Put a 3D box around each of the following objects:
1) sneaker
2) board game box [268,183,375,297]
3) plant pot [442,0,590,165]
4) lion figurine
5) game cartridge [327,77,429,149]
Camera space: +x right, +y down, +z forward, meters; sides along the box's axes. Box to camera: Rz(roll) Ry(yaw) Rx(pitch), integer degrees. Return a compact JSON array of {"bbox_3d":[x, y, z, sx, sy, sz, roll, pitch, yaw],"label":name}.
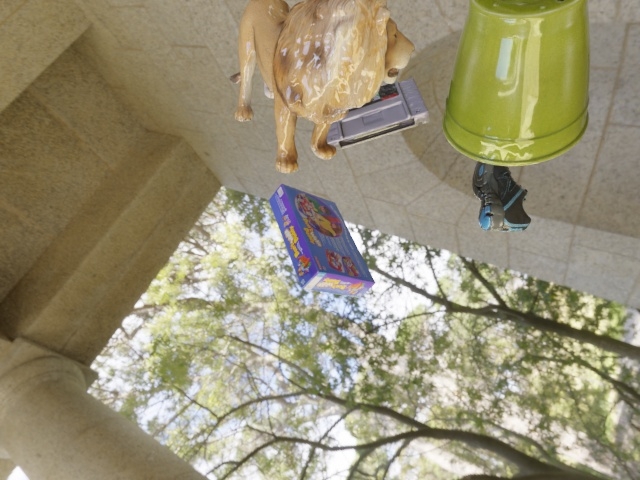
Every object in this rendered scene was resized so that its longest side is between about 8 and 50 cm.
[{"bbox_3d":[0.574,-0.163,1.430,0.125,0.139,0.341,98,179,-58],"label":"sneaker"},{"bbox_3d":[0.000,0.000,1.353,0.233,0.347,0.078,15,-51,-40],"label":"board game box"},{"bbox_3d":[0.479,-0.438,1.083,0.366,0.366,0.353,-55,-32,-25],"label":"plant pot"},{"bbox_3d":[-0.047,-0.259,0.626,0.142,0.392,0.240,-21,-43,-28],"label":"lion figurine"},{"bbox_3d":[0.174,-0.439,1.548,0.068,0.354,0.230,62,-165,-50],"label":"game cartridge"}]
